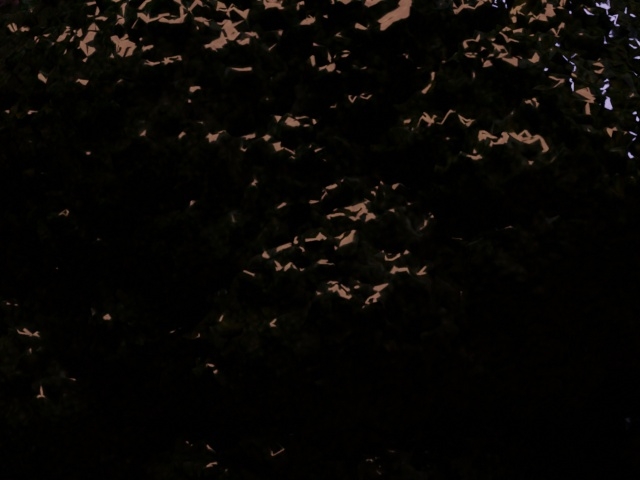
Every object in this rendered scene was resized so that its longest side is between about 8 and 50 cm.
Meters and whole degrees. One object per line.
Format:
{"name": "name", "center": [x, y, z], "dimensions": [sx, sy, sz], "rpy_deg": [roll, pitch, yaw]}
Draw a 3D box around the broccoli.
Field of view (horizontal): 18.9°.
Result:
{"name": "broccoli", "center": [0.000, 0.000, 0.688], "dimensions": [0.321, 0.304, 0.283], "rpy_deg": [-4, -28, 27]}
